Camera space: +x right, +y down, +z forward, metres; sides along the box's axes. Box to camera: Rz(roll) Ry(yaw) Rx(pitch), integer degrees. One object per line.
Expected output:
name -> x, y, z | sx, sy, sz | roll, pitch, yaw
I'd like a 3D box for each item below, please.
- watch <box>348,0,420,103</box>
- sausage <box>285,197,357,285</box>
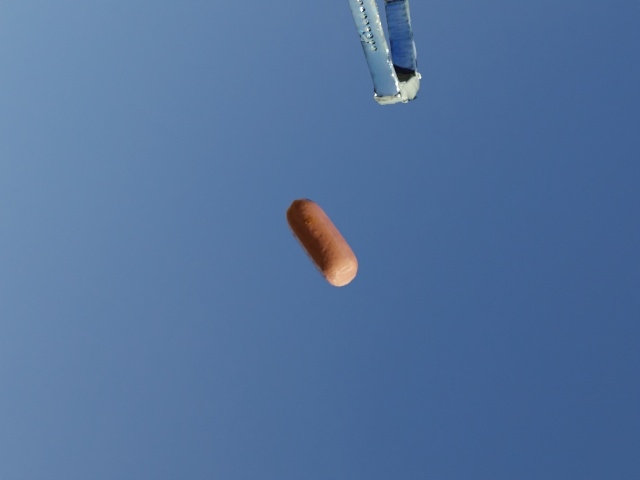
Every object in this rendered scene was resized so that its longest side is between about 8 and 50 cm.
watch -> 0.121, -0.397, 1.959 | 0.068, 0.276, 0.275 | -3, -81, 23
sausage -> 0.000, 0.000, 1.549 | 0.062, 0.062, 0.154 | -48, -122, 21
